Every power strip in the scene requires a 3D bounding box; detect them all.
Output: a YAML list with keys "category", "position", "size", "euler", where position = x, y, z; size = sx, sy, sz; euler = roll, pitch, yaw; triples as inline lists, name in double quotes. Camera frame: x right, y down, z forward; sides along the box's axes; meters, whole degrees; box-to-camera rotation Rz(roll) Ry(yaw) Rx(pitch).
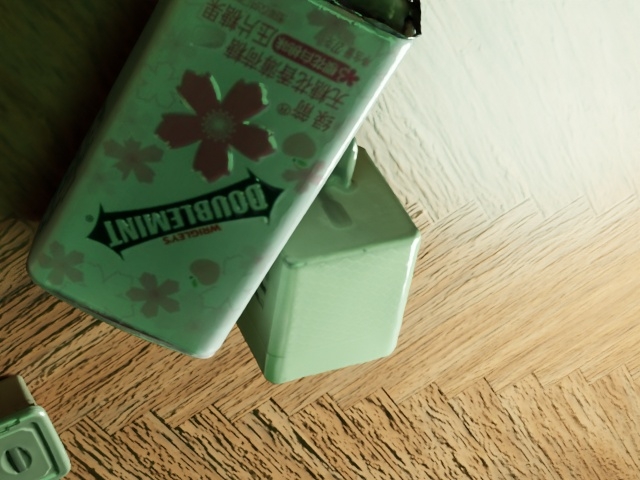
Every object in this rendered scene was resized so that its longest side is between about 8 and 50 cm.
- category: "power strip"
  position: [0.000, 0.000, 1.575]
  size: [0.139, 0.140, 0.224]
  euler: [-11, 139, -21]

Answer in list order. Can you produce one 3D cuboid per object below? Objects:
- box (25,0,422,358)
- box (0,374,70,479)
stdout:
- category: "box"
  position: [-0.083, -0.086, 1.405]
  size: [0.190, 0.112, 0.369]
  euler: [24, 122, -14]
- category: "box"
  position: [-0.300, 0.189, 1.650]
  size: [0.089, 0.062, 0.122]
  euler: [-23, 142, -9]
